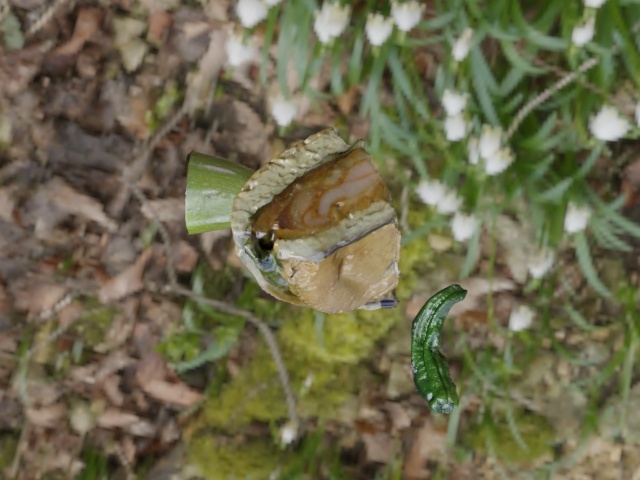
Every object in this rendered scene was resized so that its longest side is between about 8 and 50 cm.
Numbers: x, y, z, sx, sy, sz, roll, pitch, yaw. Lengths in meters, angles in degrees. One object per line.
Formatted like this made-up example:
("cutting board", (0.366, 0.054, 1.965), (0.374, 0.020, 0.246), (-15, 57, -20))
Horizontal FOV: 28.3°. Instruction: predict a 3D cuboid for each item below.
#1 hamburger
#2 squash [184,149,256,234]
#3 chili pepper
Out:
("hamburger", (0.000, 0.000, 1.262), (0.155, 0.135, 0.207), (-25, 153, 0))
("squash", (-0.094, -0.055, 1.523), (0.132, 0.105, 0.105), (3, 164, 3))
("chili pepper", (0.162, 0.151, 1.762), (0.073, 0.182, 0.050), (-9, 161, 43))
